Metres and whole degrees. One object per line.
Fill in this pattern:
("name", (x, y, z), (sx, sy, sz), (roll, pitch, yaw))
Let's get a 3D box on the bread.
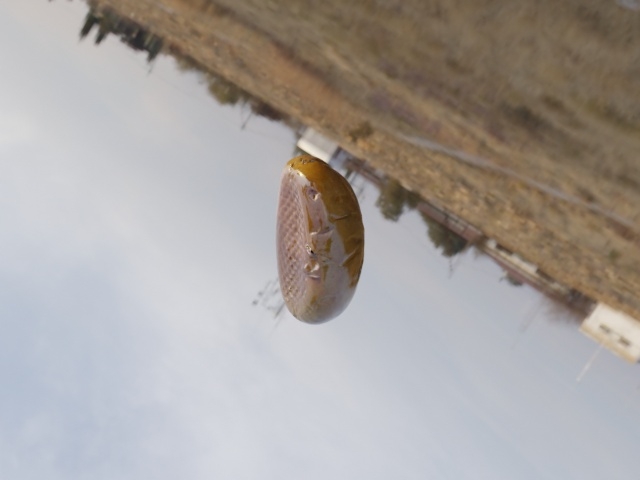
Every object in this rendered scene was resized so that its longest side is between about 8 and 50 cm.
("bread", (0.000, 0.000, 0.876), (0.077, 0.189, 0.114), (-8, -148, -23))
